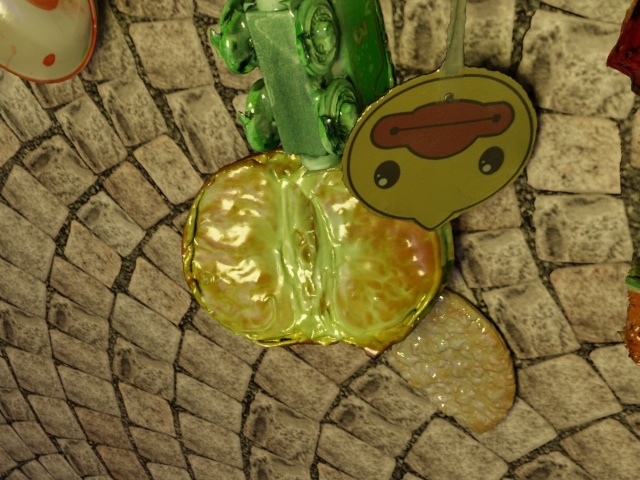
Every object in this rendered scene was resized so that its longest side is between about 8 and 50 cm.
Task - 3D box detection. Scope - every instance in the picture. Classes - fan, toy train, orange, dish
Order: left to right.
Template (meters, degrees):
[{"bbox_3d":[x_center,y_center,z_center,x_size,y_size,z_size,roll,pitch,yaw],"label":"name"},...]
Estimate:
[{"bbox_3d":[-0.383,-0.344,1.344,0.260,0.085,0.260,17,131,21],"label":"dish"},{"bbox_3d":[-0.010,-0.208,1.130,0.132,0.188,0.243,6,128,29],"label":"toy train"},{"bbox_3d":[0.000,-0.005,1.279,0.334,0.196,0.262,-7,123,17],"label":"orange"},{"bbox_3d":[0.133,-0.132,1.092,0.229,0.011,0.335,-10,133,-11],"label":"fan"}]

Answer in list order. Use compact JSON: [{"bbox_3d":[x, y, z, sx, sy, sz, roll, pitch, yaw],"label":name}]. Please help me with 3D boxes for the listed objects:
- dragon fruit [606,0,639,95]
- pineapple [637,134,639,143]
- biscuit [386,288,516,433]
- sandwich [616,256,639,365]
[{"bbox_3d":[0.409,-0.159,0.857,0.330,0.240,0.302,42,150,6],"label":"dragon fruit"},{"bbox_3d":[0.379,-0.072,1.097,0.058,0.058,0.124,8,143,29],"label":"pineapple"},{"bbox_3d":[0.184,0.168,1.428,0.188,0.040,0.265,0,124,33],"label":"biscuit"},{"bbox_3d":[0.453,0.109,1.179,0.235,0.079,0.159,32,147,12],"label":"sandwich"}]
